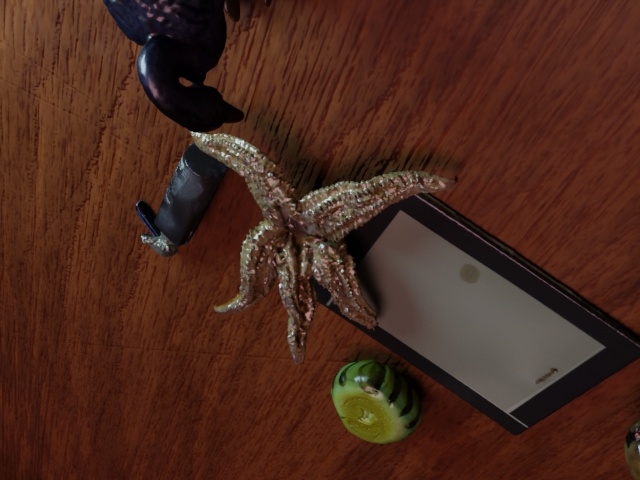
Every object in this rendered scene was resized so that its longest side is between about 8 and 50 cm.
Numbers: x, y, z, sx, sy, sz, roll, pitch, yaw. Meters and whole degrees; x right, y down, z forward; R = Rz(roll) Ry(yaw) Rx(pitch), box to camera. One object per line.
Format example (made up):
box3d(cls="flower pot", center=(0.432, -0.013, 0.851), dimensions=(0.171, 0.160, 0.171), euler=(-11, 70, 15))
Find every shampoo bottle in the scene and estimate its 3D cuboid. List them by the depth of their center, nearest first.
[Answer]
box3d(cls="shampoo bottle", center=(-0.178, -0.044, 1.013), dimensions=(0.063, 0.057, 0.208), euler=(35, 138, -2))

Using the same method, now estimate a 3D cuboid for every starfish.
box3d(cls="starfish", center=(-0.006, 0.017, 0.923), dimensions=(0.301, 0.084, 0.294), euler=(9, 125, 10))

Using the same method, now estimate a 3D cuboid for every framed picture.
box3d(cls="framed picture", center=(0.169, 0.092, 0.954), dimensions=(0.347, 0.016, 0.265), euler=(34, 138, 1))

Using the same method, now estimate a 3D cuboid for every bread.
box3d(cls="bread", center=(0.077, 0.221, 1.092), dimensions=(0.130, 0.071, 0.139), euler=(-15, 121, 44))

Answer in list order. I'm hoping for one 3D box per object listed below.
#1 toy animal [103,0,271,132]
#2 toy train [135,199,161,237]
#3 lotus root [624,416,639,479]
box3d(cls="toy animal", center=(-0.116, -0.247, 0.690), dimensions=(0.122, 0.185, 0.298), euler=(4, 112, 35))
box3d(cls="toy train", center=(-0.233, -0.021, 1.100), dimensions=(0.017, 0.017, 0.083), euler=(-6, 126, 45))
box3d(cls="lotus root", center=(0.431, 0.271, 0.874), dimensions=(0.221, 0.118, 0.125), euler=(46, 147, -3))
